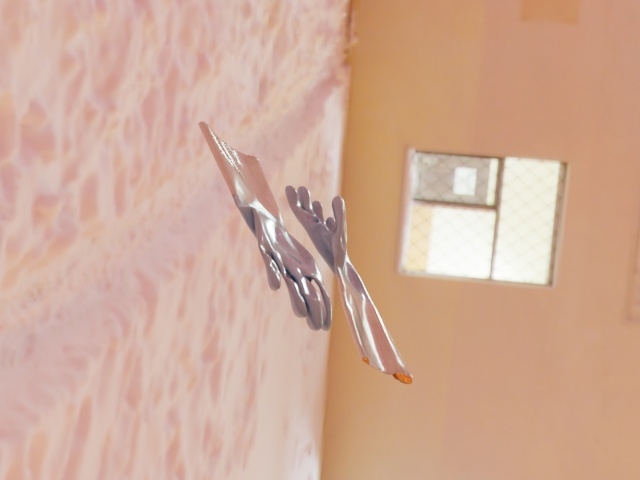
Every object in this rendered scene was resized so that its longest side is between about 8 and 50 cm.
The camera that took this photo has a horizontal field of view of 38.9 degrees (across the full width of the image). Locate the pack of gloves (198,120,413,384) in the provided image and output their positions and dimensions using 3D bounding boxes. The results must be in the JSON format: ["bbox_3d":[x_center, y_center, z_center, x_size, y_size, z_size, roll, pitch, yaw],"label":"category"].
[{"bbox_3d":[0.000,0.000,0.801,0.195,0.046,0.232,35,22,-48],"label":"pack of gloves"}]
